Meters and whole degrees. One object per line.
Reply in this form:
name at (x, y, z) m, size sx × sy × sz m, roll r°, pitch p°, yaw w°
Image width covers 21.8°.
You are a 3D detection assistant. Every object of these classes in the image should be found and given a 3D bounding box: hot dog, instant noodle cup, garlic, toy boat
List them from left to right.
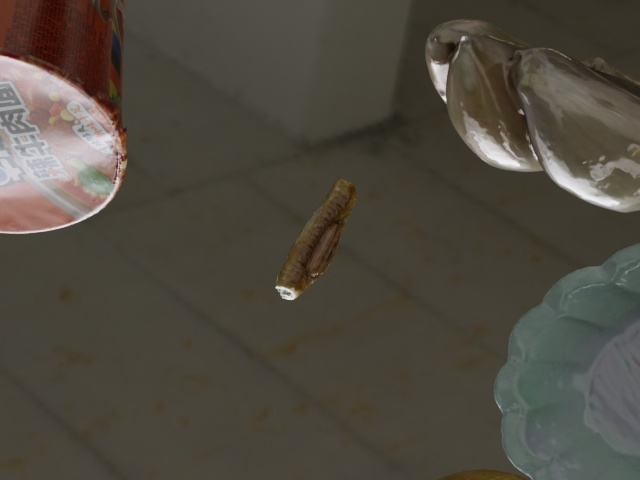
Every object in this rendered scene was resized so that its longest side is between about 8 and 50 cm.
instant noodle cup at (-0.283, -0.156, 1.487) m, size 0.250 × 0.250 × 0.192 m, roll 8°, pitch -127°, yaw -4°
hot dog at (0.000, 0.000, 1.577) m, size 0.028 × 0.044 × 0.137 m, roll 10°, pitch -127°, yaw 31°
garlic at (0.244, -0.124, 1.656) m, size 0.279 × 0.132 × 0.325 m, roll 26°, pitch -164°, yaw 29°
toy boat at (0.277, 0.097, 1.275) m, size 0.199 × 0.290 × 0.100 m, roll 63°, pitch -164°, yaw 13°

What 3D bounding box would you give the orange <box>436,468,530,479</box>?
orange at (0.153, 0.319, 1.488) m, size 0.236 × 0.236 × 0.236 m, roll 7°, pitch -149°, yaw -5°
